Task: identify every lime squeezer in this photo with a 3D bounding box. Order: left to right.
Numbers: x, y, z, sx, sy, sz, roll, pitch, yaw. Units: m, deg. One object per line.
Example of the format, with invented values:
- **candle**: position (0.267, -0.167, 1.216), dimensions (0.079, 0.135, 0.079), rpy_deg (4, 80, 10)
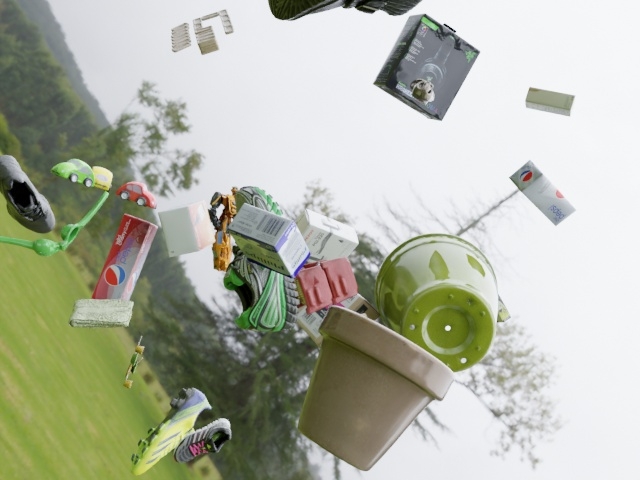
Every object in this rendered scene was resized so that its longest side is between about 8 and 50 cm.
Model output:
- **lime squeezer**: position (-0.657, -0.021, 1.645), dimensions (0.110, 0.310, 0.058), rpy_deg (51, -26, 31)

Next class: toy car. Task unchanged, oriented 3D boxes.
- **toy car**: position (-0.521, -0.146, 1.545), dimensions (0.239, 0.053, 0.225), rpy_deg (20, -1, 30)

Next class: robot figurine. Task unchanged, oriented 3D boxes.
- **robot figurine**: position (-0.293, -0.042, 2.297), dimensions (0.085, 0.211, 0.290), rpy_deg (19, -71, 50)

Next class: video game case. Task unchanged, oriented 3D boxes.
- **video game case**: position (0.554, 0.193, 2.334), dimensions (0.210, 0.042, 0.232), rpy_deg (60, -15, 0)

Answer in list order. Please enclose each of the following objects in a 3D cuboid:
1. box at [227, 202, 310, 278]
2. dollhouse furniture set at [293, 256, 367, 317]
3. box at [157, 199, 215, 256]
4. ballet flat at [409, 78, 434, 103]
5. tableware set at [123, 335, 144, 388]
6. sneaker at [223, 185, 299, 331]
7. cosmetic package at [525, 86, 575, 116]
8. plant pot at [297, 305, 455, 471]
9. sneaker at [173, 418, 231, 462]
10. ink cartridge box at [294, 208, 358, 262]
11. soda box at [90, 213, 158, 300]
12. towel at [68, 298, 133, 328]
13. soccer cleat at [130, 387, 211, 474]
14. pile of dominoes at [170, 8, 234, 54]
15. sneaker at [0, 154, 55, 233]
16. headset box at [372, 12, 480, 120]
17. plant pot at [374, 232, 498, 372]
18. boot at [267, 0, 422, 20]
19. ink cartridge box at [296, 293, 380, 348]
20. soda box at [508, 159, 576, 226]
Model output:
- **box**: position (-0.105, 0.003, 1.370), dimensions (0.126, 0.072, 0.137), rpy_deg (20, -23, 27)
- **dollhouse furniture set**: position (0.030, 0.236, 1.779), dimensions (0.201, 0.152, 0.374), rpy_deg (160, -88, -73)
- **box**: position (-0.373, -0.036, 1.860), dimensions (0.170, 0.091, 0.130), rpy_deg (-61, 139, -79)
- **ballet flat**: position (0.304, -0.446, 1.935), dimensions (0.084, 0.058, 0.250), rpy_deg (30, 20, 1)
- **tableware set**: position (-0.508, 0.343, 1.803), dimensions (0.024, 0.154, 0.104), rpy_deg (21, 33, -9)
- **sneaker**: position (-0.148, 0.038, 1.493), dimensions (0.134, 0.146, 0.343), rpy_deg (-36, -118, 60)
- **cosmetic package**: position (0.578, -0.349, 1.664), dimensions (0.115, 0.041, 0.060), rpy_deg (17, -2, 19)
- **plant pot**: position (0.075, 0.277, 1.194), dimensions (0.263, 0.229, 0.263), rpy_deg (30, -12, 7)
- **sneaker**: position (-0.309, 0.539, 1.755), dimensions (0.075, 0.170, 0.063), rpy_deg (20, -46, 62)
- **ink cartridge box**: position (0.000, 0.000, 2.345), dimensions (0.218, 0.158, 0.092), rpy_deg (22, 33, -27)
- **soda box**: position (-0.557, 0.063, 1.882), dimensions (0.084, 0.263, 0.092), rpy_deg (20, -5, 2)
- **towel**: position (-0.552, 0.182, 1.669), dimensions (0.110, 0.148, 0.027), rpy_deg (-108, -159, -60)
- **soccer cleat**: position (-0.424, 0.559, 1.897), dimensions (0.121, 0.289, 0.093), rpy_deg (47, -29, -18)
- **pile of dominoes**: position (-0.365, -0.638, 2.053), dimensions (0.251, 0.196, 0.040), rpy_deg (-111, -177, -54)
- **sneaker**: position (-0.822, -0.101, 1.843), dimensions (0.130, 0.109, 0.286), rpy_deg (41, -19, 32)
- **headset box**: position (0.358, -0.584, 2.206), dimensions (0.246, 0.283, 0.131), rpy_deg (27, 6, -21)
- **plant pot**: position (0.332, 0.192, 1.821), dimensions (0.366, 0.367, 0.353), rpy_deg (58, 10, -7)
- **boot**: position (0.057, -0.575, 1.510), dimensions (0.348, 0.260, 0.131), rpy_deg (19, -64, 52)
- **ink cartridge box**: position (0.040, 0.226, 1.990), dimensions (0.088, 0.193, 0.235), rpy_deg (47, -6, -27)
- **soda box**: position (0.785, -0.164, 2.328), dimensions (0.286, 0.098, 0.091), rpy_deg (33, 23, -40)
